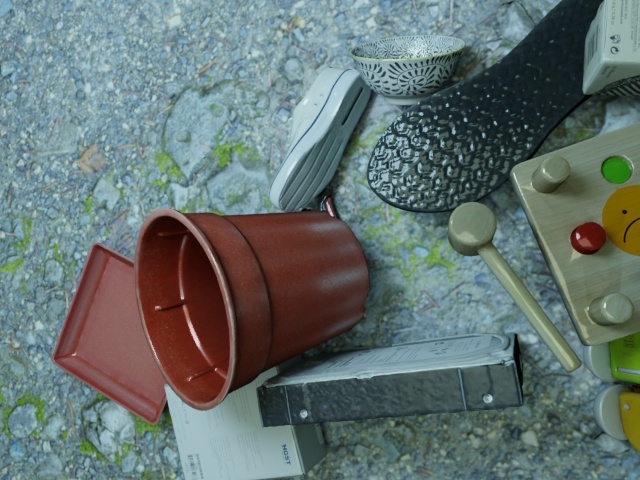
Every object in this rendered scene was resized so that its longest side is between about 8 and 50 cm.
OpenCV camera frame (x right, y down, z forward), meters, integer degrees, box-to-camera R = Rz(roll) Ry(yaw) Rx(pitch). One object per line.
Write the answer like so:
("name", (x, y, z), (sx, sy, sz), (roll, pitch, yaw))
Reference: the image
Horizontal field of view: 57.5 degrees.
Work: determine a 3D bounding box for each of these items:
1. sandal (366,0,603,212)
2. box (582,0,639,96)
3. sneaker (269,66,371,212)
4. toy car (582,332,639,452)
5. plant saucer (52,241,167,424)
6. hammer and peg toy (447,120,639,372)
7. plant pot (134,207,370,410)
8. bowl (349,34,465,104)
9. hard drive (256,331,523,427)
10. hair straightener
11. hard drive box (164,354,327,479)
("sandal", (0.271, -0.183, 0.857), (0.446, 0.107, 0.167), (-36, 78, 3))
("box", (0.480, -0.236, 0.716), (0.276, 0.113, 0.094), (5, 83, 13))
("sneaker", (-0.013, -0.165, 0.945), (0.091, 0.094, 0.258), (27, 82, 39))
("toy car", (0.454, 0.190, 0.777), (0.137, 0.159, 0.181), (-9, 87, -16))
("plant saucer", (-0.353, 0.167, 1.088), (0.259, 0.048, 0.258), (24, 98, 16))
("hammer and peg toy", (0.360, 0.003, 0.752), (0.362, 0.127, 0.265), (-20, 77, 2))
("plant pot", (-0.090, 0.070, 0.852), (0.273, 0.265, 0.272), (16, 111, 47))
("bowl", (0.131, -0.253, 0.881), (0.170, 0.170, 0.080), (5, 121, 19))
("hard drive", (0.109, 0.191, 0.832), (0.339, 0.237, 0.064), (-11, 86, 19))
("hair straightener", (0.000, 0.000, 0.966), (0.089, 0.047, 0.230), (-23, 83, 17))
("hard drive box", (-0.128, 0.300, 0.978), (0.232, 0.089, 0.180), (-16, 86, 25))
